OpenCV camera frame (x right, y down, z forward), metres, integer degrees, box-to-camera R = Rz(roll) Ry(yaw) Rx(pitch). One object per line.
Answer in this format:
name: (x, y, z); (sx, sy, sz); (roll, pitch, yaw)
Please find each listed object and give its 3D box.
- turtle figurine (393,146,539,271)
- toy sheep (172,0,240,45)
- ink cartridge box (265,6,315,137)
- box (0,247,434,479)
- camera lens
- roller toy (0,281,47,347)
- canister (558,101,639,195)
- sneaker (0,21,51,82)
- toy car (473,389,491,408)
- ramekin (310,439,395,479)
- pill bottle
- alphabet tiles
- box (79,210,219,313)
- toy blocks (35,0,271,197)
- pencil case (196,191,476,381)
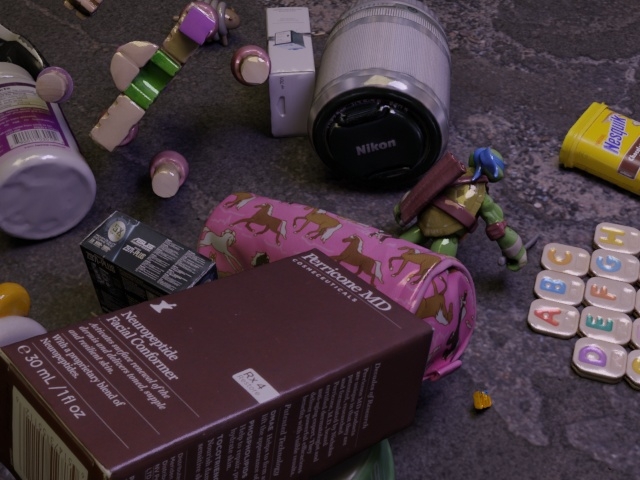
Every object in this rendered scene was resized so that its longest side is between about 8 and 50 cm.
turtle figurine: (0.185, 0.010, 1.289); (0.198, 0.275, 0.266); (40, 80, 4)
toy sheep: (-0.219, -0.421, 1.715); (0.132, 0.091, 0.091); (-1, 47, 2)
ink cartridge box: (-0.053, -0.294, 1.553); (0.082, 0.140, 0.191); (-4, 48, -4)
box: (-0.090, 0.146, 0.859); (0.381, 0.143, 0.191); (-16, 38, -41)
camera lens: (0.100, -0.241, 1.442); (0.219, 0.219, 0.274); (4, 48, 6)
roller toy: (-0.435, 0.163, 1.113); (0.146, 0.191, 0.209); (24, 55, 23)
canister: (0.490, -0.141, 1.433); (0.170, 0.073, 0.126); (29, 55, 24)
sneaker: (-0.595, -0.322, 1.653); (0.283, 0.107, 0.124); (34, 72, 33)
toy car: (0.183, 0.177, 1.190); (0.040, 0.060, 0.122); (13, 50, -48)
ramekin: (-0.062, 0.244, 1.050); (0.303, 0.148, 0.303); (-1, 47, 1)
pill bottle: (-0.480, -0.154, 1.426); (0.169, 0.169, 0.301); (-21, 49, -16)
alphabet tiles: (0.443, 0.087, 1.258); (0.277, 0.021, 0.284); (13, 49, 14)
box: (-0.226, 0.064, 1.226); (0.180, 0.147, 0.077); (25, 54, 24)
toy blocks: (-0.270, -0.275, 1.419); (0.289, 0.309, 0.260); (-50, 15, 8)
pencil case: (0.013, 0.055, 1.160); (0.386, 0.167, 0.160); (18, 68, 39)
